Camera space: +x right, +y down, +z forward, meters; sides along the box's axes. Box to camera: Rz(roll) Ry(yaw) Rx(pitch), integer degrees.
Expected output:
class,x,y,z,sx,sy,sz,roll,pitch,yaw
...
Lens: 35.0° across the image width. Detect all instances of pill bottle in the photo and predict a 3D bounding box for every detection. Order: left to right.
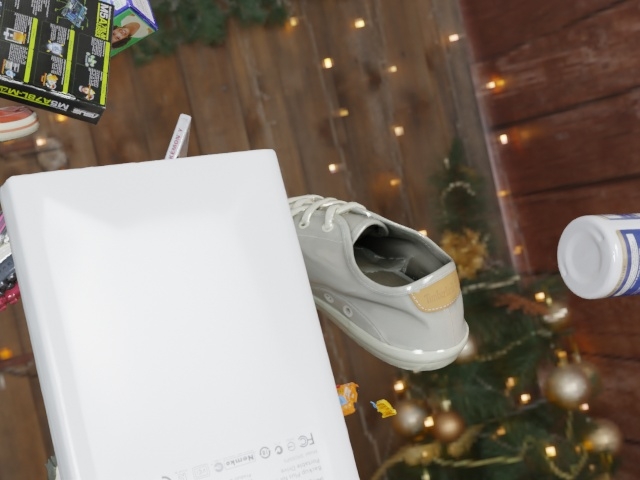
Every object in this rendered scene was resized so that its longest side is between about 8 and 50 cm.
class,x,y,z,sx,sy,sz,roll,pitch,yaw
pill bottle,0.364,0.016,1.159,0.169,0.094,0.094,-2,-3,-28

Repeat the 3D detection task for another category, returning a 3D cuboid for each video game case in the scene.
class,x,y,z,sx,sy,sz,roll,pitch,yaw
video game case,-0.274,-0.105,1.819,0.023,0.183,0.201,17,-21,-5

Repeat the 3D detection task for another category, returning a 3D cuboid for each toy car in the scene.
class,x,y,z,sx,sy,sz,roll,pitch,yaw
toy car,0.062,0.228,1.502,0.122,0.040,0.060,-11,39,41

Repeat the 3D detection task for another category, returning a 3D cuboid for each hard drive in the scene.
class,x,y,z,sx,sy,sz,roll,pitch,yaw
hard drive,-0.087,0.096,0.698,0.203,0.307,0.040,-9,-10,-32

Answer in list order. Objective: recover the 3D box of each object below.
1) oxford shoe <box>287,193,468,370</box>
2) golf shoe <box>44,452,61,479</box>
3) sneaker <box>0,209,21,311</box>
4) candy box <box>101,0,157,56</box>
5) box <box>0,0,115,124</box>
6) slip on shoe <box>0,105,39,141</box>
class,x,y,z,sx,sy,sz,roll,pitch,yaw
oxford shoe,0.000,0.000,1.245,0.169,0.130,0.449,-26,42,-38
golf shoe,-0.149,0.242,1.055,0.273,0.120,0.105,-9,-30,-4
sneaker,-0.462,0.058,1.307,0.299,0.112,0.121,-35,-18,-11
candy box,-0.520,-0.473,2.053,0.317,0.268,0.122,-28,-25,14
box,-0.367,-0.258,1.327,0.184,0.191,0.045,15,-37,-27
slip on shoe,-0.477,-0.162,1.224,0.123,0.101,0.331,-2,1,35
